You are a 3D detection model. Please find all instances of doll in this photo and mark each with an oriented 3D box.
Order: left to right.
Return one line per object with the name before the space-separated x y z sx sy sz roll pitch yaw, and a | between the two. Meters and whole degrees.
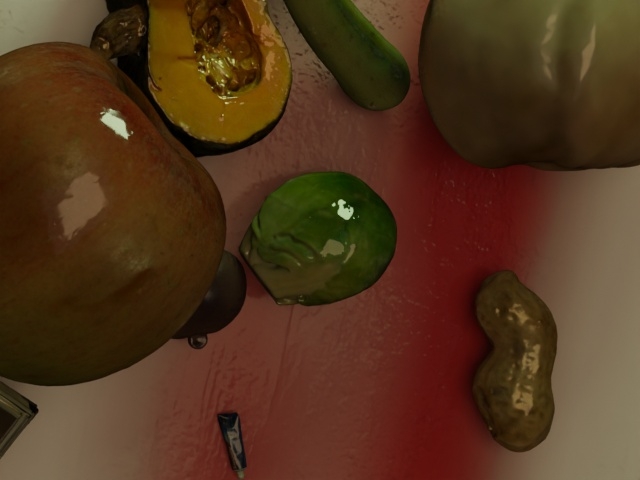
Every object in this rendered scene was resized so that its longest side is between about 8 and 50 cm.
doll | -0.153 0.029 1.631 0.145 0.096 0.188 14 78 -23

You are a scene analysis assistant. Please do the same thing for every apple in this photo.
apple | -0.275 -0.022 1.441 0.305 0.338 0.338 -40 103 5

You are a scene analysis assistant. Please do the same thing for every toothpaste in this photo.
toothpaste | -0.104 0.248 1.689 0.027 0.019 0.083 -11 95 7

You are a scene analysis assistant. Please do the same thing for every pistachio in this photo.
pistachio | 0.313 -0.259 1.664 0.445 0.281 0.365 -43 110 -7

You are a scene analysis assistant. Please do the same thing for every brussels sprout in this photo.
brussels sprout | 0.001 0.000 1.646 0.161 0.144 0.181 44 77 2

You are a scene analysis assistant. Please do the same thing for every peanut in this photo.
peanut | 0.245 0.152 1.757 0.103 0.098 0.230 1 89 -44

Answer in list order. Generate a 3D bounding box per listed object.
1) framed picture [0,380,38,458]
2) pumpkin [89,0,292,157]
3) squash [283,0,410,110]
framed picture | -0.425 0.196 1.421 0.197 0.014 0.252 -53 134 -9
pumpkin | -0.162 -0.251 1.589 0.221 0.139 0.317 -11 97 -19
squash | 0.026 -0.245 1.646 0.083 0.083 0.250 -49 127 -10
